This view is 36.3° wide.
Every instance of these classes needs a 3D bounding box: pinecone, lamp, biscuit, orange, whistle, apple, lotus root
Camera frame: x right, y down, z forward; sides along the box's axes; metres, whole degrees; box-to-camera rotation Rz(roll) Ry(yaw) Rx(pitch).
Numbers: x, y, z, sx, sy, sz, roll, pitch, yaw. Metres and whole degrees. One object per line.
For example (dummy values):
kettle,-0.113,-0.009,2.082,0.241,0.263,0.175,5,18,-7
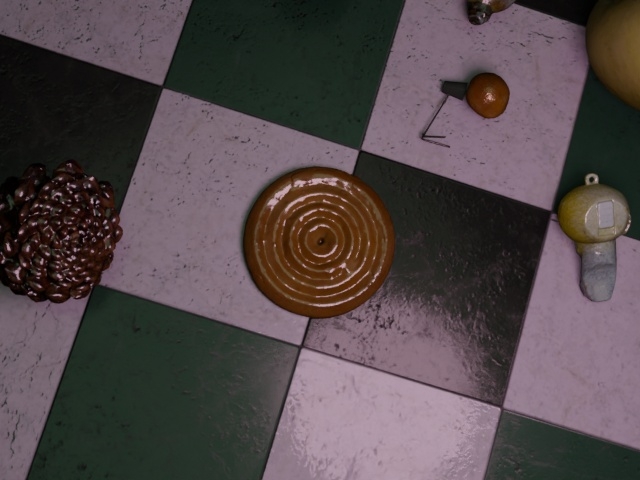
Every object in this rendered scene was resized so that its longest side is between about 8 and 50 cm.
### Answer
pinecone,-0.426,-0.010,1.500,0.222,0.221,0.221,1,80,-7
lamp,0.215,-0.226,1.697,0.054,0.041,0.121,16,76,4
biscuit,0.000,0.000,1.630,0.262,0.037,0.261,1,80,-6
orange,0.290,-0.250,1.686,0.085,0.085,0.084,1,80,-7
whistle,0.466,-0.006,1.666,0.123,0.123,0.223,-9,103,-8
apple,0.599,-0.343,1.637,0.292,0.292,0.254,-37,110,-11
lotus root,0.308,-0.467,1.721,0.113,0.088,0.192,26,78,-9
